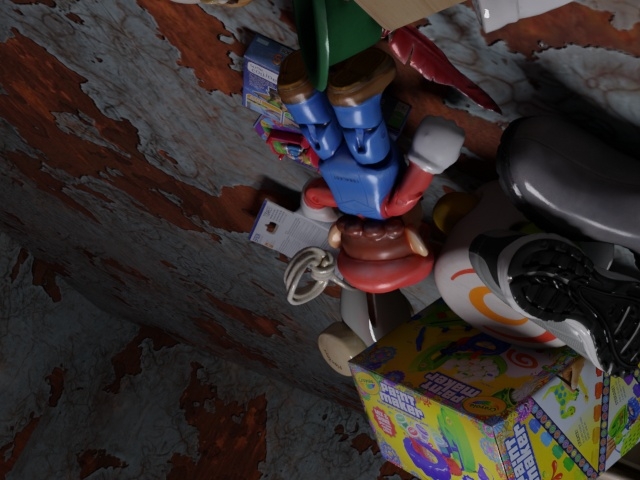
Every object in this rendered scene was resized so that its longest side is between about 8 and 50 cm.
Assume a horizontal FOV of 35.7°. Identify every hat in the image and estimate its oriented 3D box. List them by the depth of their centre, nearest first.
[{"bbox_3d":[0.072,-0.229,0.903,0.183,0.173,0.208,-10,153,-5],"label":"hat"}]

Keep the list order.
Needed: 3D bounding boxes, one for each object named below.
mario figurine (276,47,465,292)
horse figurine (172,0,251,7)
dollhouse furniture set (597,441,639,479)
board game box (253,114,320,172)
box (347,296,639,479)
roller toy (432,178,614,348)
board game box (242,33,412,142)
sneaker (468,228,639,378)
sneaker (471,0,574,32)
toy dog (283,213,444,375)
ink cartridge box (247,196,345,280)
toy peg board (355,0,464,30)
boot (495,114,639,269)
[{"bbox_3d":[0.061,-0.083,1.139,0.198,0.170,0.321,50,164,49],"label":"mario figurine"},{"bbox_3d":[-0.141,-0.268,0.985,0.263,0.066,0.174,8,-163,19],"label":"horse figurine"},{"bbox_3d":[0.441,0.218,1.383,0.286,0.198,0.303,20,161,18],"label":"dollhouse furniture set"},{"bbox_3d":[-0.031,-0.124,1.357,0.133,0.033,0.168,29,162,-9],"label":"board game box"},{"bbox_3d":[0.244,0.194,1.319,0.290,0.279,0.177,17,133,55],"label":"box"},{"bbox_3d":[0.244,0.023,1.196,0.209,0.146,0.191,3,141,41],"label":"roller toy"},{"bbox_3d":[0.003,-0.162,1.199,0.201,0.035,0.136,26,162,2],"label":"board game box"},{"bbox_3d":[0.263,0.058,1.045,0.271,0.100,0.108,33,179,-33],"label":"sneaker"},{"bbox_3d":[0.141,-0.284,0.583,0.169,0.108,0.293,-15,121,9],"label":"sneaker"},{"bbox_3d":[0.097,0.085,1.445,0.161,0.220,0.334,31,163,28],"label":"toy dog"},{"bbox_3d":[0.000,0.000,1.636,0.224,0.045,0.223,27,161,-3],"label":"ink cartridge box"},{"bbox_3d":[0.074,-0.259,0.759,0.160,0.079,0.161,-15,147,36],"label":"toy peg board"},{"bbox_3d":[0.353,-0.045,0.946,0.338,0.118,0.222,23,163,-25],"label":"boot"}]
